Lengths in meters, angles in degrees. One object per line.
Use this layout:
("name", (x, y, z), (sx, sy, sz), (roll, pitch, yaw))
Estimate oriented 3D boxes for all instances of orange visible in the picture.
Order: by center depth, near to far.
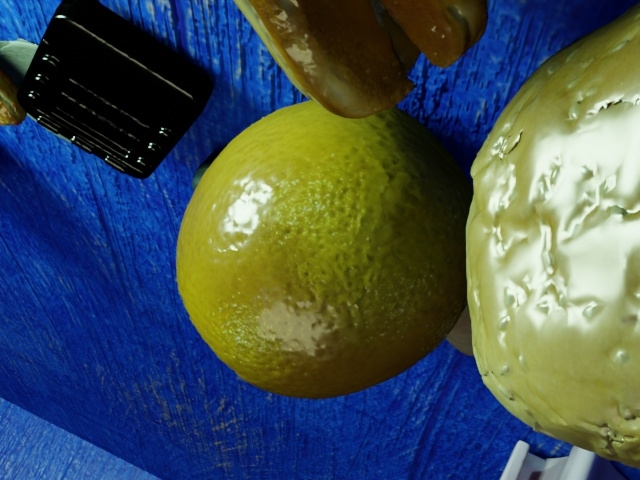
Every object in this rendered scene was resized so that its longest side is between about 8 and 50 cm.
("orange", (0.007, 0.005, 0.838), (0.236, 0.236, 0.236), (24, 156, 12))

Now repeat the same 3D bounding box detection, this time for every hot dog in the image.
("hot dog", (-0.027, -0.211, 0.592), (0.135, 0.100, 0.337), (-32, 126, 11))
("hot dog", (-0.334, -0.167, 1.075), (0.062, 0.038, 0.144), (10, 146, 43))

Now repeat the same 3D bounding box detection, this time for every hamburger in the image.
("hamburger", (0.194, -0.011, 0.566), (0.145, 0.259, 0.283), (6, 161, -33))

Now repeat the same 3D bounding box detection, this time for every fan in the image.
("fan", (-0.314, -0.150, 1.141), (0.310, 0.010, 0.182), (14, 152, 29))

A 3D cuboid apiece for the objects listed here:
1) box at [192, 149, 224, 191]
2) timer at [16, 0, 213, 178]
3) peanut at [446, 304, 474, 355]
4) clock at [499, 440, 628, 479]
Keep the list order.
("box", (0.000, 0.000, 1.047), (0.160, 0.050, 0.230), (1, 144, 47))
("timer", (-0.183, -0.133, 0.985), (0.144, 0.055, 0.187), (31, 151, -14))
("peanut", (0.122, 0.047, 0.974), (0.076, 0.076, 0.152), (8, 148, 39))
("clock", (0.334, 0.323, 1.287), (0.275, 0.080, 0.290), (13, 153, 31))
